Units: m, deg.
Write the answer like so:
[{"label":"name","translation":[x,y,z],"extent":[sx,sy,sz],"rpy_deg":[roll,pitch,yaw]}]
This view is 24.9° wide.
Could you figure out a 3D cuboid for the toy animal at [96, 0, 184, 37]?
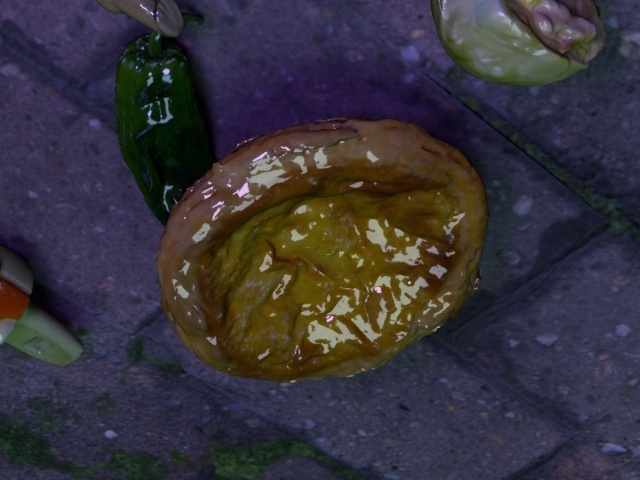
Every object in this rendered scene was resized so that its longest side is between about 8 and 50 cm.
[{"label":"toy animal","translation":[-0.197,-0.267,1.217],"extent":[0.101,0.103,0.218],"rpy_deg":[-3,143,39]}]

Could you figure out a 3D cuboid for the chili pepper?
[{"label":"chili pepper","translation":[-0.143,-0.101,1.379],"extent":[0.100,0.074,0.257],"rpy_deg":[-6,138,3]}]

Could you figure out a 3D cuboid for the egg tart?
[{"label":"egg tart","translation":[-0.004,0.001,1.396],"extent":[0.341,0.129,0.341],"rpy_deg":[-11,129,-14]}]

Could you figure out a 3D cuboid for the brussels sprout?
[{"label":"brussels sprout","translation":[0.157,-0.191,1.231],"extent":[0.122,0.149,0.151],"rpy_deg":[-35,85,48]}]

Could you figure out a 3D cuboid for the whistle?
[{"label":"whistle","translation":[-0.368,0.053,1.506],"extent":[0.131,0.106,0.288],"rpy_deg":[-29,126,35]}]
